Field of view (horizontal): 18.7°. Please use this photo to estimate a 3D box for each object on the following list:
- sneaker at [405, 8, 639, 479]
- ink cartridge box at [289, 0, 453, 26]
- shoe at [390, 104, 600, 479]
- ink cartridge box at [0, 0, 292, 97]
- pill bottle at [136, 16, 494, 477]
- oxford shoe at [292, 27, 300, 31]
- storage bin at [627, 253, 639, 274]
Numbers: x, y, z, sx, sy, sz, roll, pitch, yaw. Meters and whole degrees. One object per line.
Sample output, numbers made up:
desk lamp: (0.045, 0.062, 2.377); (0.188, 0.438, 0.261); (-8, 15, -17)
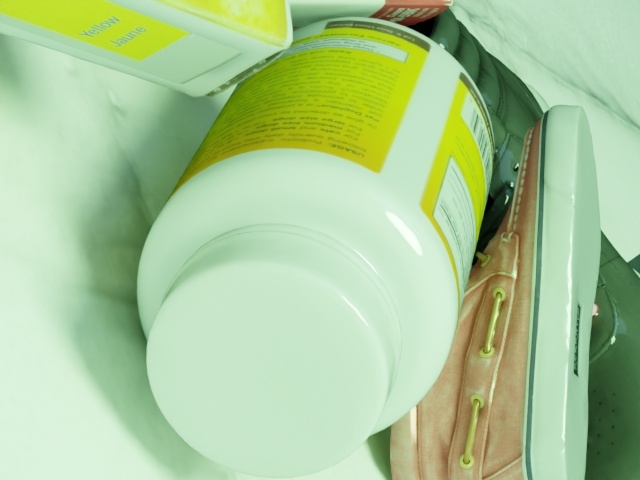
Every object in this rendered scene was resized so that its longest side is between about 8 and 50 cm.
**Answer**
sneaker: (0.075, -0.001, 0.929); (0.147, 0.104, 0.296); (34, 27, -41)
ink cartridge box: (-0.017, -0.142, 0.818); (0.056, 0.135, 0.099); (172, -85, -72)
shoe: (0.074, 0.025, 0.840); (0.063, 0.081, 0.178); (46, 46, -63)
ink cartridge box: (-0.150, -0.226, 0.642); (0.307, 0.072, 0.304); (17, 59, -44)
pill bottle: (0.000, 0.000, 0.745); (0.117, 0.117, 0.215); (52, 23, -14)
oxford shoe: (-0.024, -0.225, 0.985); (0.130, 0.123, 0.348); (43, 26, -20)
storage bin: (0.211, 0.060, 1.127); (0.135, 0.091, 0.098); (54, 23, -11)
